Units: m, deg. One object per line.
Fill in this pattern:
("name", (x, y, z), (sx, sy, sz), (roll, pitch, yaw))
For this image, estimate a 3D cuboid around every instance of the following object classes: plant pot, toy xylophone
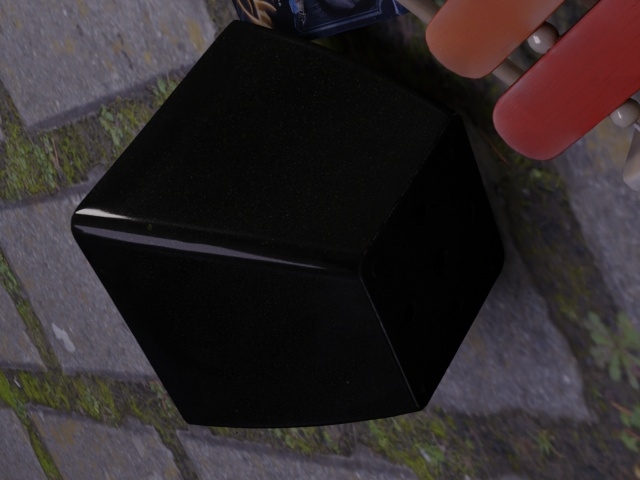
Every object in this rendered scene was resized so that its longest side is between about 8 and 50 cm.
("plant pot", (0.000, 0.000, 0.793), (0.167, 0.187, 0.188), (9, 140, 33))
("toy xylophone", (0.064, -0.151, 0.607), (0.323, 0.081, 0.236), (36, 150, 4))

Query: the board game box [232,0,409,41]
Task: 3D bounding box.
("board game box", (-0.031, -0.237, 0.779), (0.165, 0.042, 0.243), (-3, 114, 58))
